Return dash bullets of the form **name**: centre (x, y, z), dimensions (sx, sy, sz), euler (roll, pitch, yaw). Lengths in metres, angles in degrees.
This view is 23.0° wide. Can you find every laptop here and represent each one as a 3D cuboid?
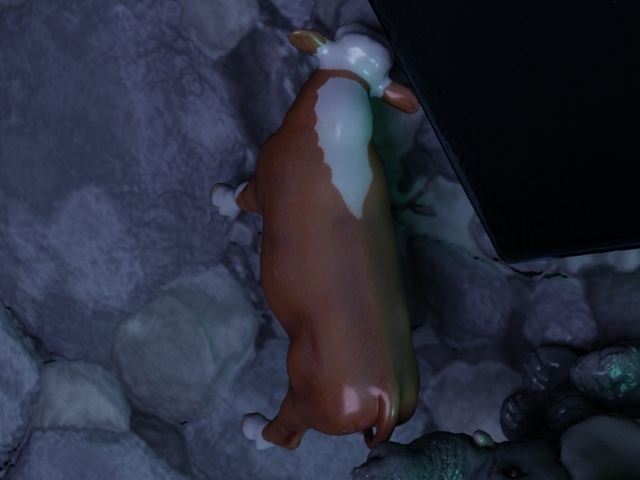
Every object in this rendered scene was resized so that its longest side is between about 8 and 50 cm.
- **laptop**: centre (0.225, -0.231, 0.950), dimensions (0.382, 0.236, 0.408), euler (-9, 69, 34)

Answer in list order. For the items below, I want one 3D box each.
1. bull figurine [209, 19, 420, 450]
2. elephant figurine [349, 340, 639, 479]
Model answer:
- **bull figurine**: centre (0.000, 0.000, 1.101), dimensions (0.188, 0.101, 0.310), euler (141, 129, -59)
- **elephant figurine**: centre (0.156, 0.178, 1.051), dimensions (0.186, 0.239, 0.169), euler (-3, 106, 26)
